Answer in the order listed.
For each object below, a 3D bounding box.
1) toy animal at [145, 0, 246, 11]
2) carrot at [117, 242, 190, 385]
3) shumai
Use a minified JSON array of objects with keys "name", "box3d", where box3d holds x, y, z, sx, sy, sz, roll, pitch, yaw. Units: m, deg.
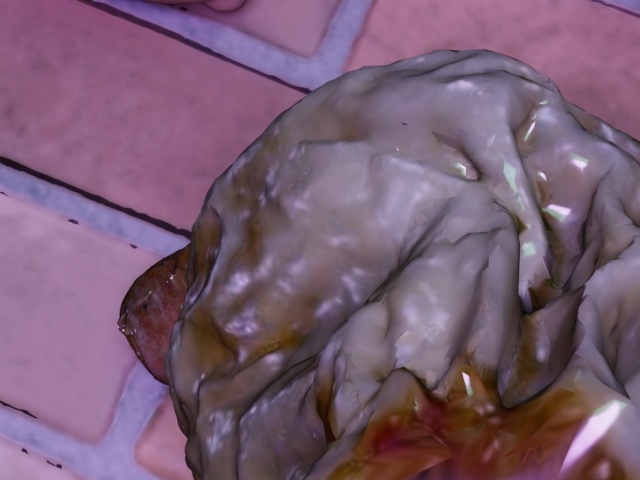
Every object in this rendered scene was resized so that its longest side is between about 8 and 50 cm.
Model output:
[{"name":"toy animal","box3d":[-0.082,-0.212,0.608,0.171,0.171,0.197,3,75,-1]},{"name":"carrot","box3d":[0.000,0.000,0.588,0.186,0.060,0.060,-32,76,-16]},{"name":"shumai","box3d":[0.046,0.095,0.454,0.225,0.260,0.222,-6,45,22]}]
